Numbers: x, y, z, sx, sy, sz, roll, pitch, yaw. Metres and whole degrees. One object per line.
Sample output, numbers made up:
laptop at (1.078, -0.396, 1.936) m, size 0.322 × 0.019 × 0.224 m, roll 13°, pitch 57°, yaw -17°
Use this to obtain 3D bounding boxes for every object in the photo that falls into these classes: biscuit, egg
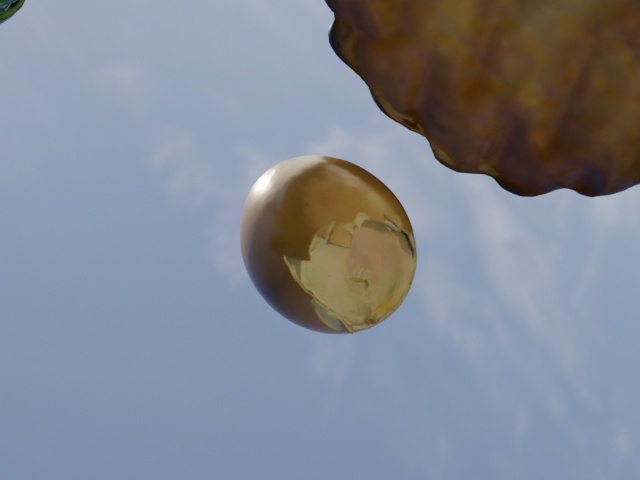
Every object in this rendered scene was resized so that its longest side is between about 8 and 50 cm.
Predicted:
biscuit at (0.154, -0.169, 1.086) m, size 0.325 × 0.326 × 0.107 m, roll 50°, pitch -139°, yaw -21°
egg at (0.000, 0.000, 0.815) m, size 0.080 × 0.080 × 0.096 m, roll 39°, pitch 175°, yaw -37°

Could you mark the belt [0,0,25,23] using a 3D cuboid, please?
belt at (-0.053, -0.090, 0.322) m, size 0.079 × 0.151 × 0.121 m, roll 49°, pitch -179°, yaw 8°
